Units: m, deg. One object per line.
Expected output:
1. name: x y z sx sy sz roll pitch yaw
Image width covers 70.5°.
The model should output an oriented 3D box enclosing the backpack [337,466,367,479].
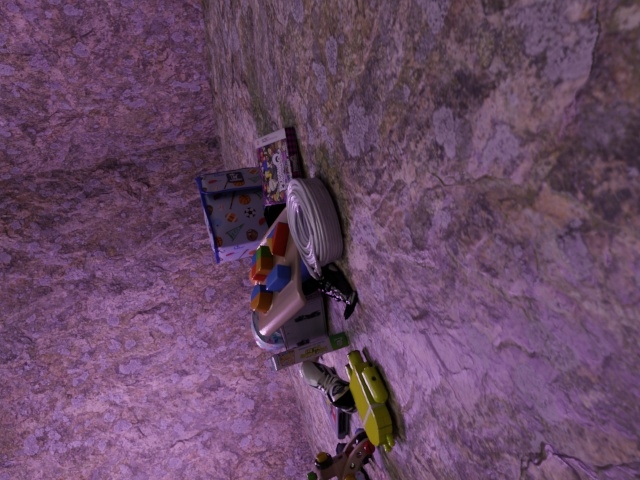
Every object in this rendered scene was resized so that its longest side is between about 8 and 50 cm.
1. backpack: 0.125 0.953 1.751 0.182 0.115 0.152 116 139 -65

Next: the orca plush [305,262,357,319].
1. orca plush: 0.011 0.143 1.349 0.287 0.102 0.151 -124 23 -52

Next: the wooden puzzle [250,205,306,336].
1. wooden puzzle: -0.158 0.102 1.496 0.322 0.080 0.348 -47 43 47

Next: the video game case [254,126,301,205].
1. video game case: -0.137 -0.236 1.483 0.210 0.041 0.232 1 102 56

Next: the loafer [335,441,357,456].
1. loafer: 0.098 0.866 1.838 0.078 0.076 0.223 63 167 14

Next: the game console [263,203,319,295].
1. game console: -0.084 0.007 1.555 0.213 0.044 0.361 -38 70 50

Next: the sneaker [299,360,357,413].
1. sneaker: 0.036 0.467 1.459 0.235 0.094 0.153 43 161 10

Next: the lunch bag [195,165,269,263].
1. lunch bag: -0.344 -0.139 1.956 0.239 0.327 0.386 115 141 -65

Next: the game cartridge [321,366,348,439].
1. game cartridge: 0.055 0.652 1.832 0.196 0.060 0.294 -114 16 -46

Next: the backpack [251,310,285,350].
1. backpack: -0.181 0.364 2.013 0.191 0.253 0.225 100 152 -60

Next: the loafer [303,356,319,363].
1. loafer: -0.052 0.444 1.915 0.092 0.101 0.269 -116 17 -57

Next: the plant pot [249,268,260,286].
1. plant pot: -0.167 0.174 1.929 0.188 0.205 0.205 47 154 28

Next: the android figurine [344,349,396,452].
1. android figurine: 0.140 0.456 1.281 0.248 0.056 0.273 93 158 -50

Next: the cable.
1. cable: -0.021 -0.052 1.282 0.257 0.089 0.257 -125 27 -48

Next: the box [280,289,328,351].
1. box: -0.069 0.295 1.669 0.087 0.169 0.290 -119 15 -46

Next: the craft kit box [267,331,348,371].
1. craft kit box: -0.050 0.384 1.552 0.250 0.246 0.061 120 130 -71

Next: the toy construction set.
1. toy construction set: 0.096 0.788 1.433 0.309 0.237 0.258 -129 27 -57
